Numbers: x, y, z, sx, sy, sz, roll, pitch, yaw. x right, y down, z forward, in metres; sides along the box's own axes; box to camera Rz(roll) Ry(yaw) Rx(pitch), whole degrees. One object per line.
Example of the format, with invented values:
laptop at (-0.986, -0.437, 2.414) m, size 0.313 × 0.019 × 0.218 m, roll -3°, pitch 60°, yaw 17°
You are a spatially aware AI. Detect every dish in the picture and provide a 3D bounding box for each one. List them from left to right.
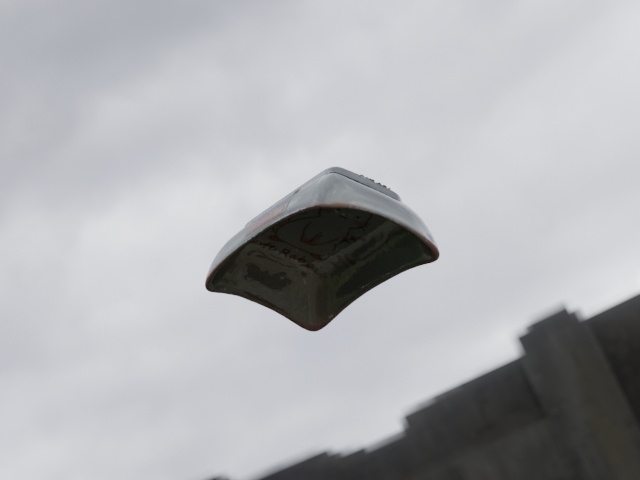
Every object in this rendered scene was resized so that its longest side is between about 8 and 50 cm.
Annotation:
dish at (0.000, 0.000, 1.965) m, size 0.151 × 0.077 × 0.212 m, roll 24°, pitch -38°, yaw -30°
